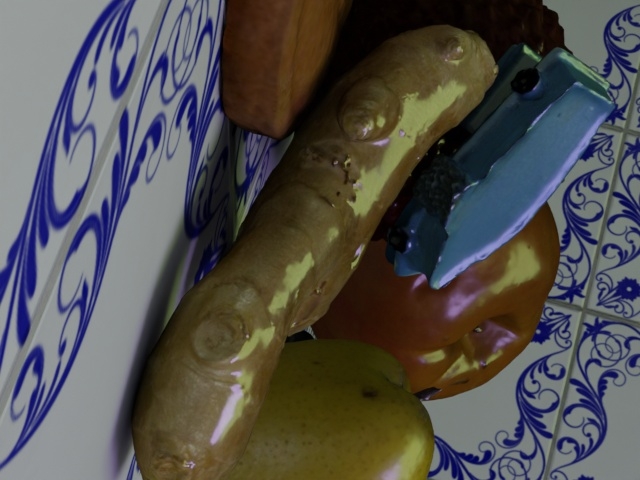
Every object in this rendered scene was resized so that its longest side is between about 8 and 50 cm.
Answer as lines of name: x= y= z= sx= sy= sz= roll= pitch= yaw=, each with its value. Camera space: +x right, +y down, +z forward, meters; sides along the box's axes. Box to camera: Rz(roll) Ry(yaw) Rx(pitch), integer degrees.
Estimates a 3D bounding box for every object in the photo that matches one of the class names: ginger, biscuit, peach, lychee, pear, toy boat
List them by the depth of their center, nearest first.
ginger: x=-0.017 y=-0.004 z=1.162 sx=0.348 sy=0.122 sz=0.363 roll=-59 pitch=174 yaw=25
biscuit: x=0.017 y=-0.293 z=1.180 sx=0.350 sy=0.078 sz=0.455 roll=100 pitch=6 yaw=-76
toy boat: x=0.134 y=-0.062 z=1.276 sx=0.238 sy=0.109 sz=0.098 roll=-51 pitch=-138 yaw=14
pear: x=0.018 y=0.183 z=1.369 sx=0.178 sy=0.267 sz=0.267 roll=-30 pitch=-161 yaw=28
lychee: x=0.105 y=-0.124 z=1.442 sx=0.276 sy=0.276 sz=0.304 roll=80 pitch=5 yaw=-78
peach: x=0.124 y=0.022 z=1.908 sx=0.343 sy=0.301 sz=0.342 roll=-29 pitch=149 yaw=-20

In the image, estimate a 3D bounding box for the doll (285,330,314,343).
doll: x=-0.048 y=0.226 z=1.674 sx=0.182 sy=0.117 sz=0.257 roll=-64 pitch=168 yaw=-54
